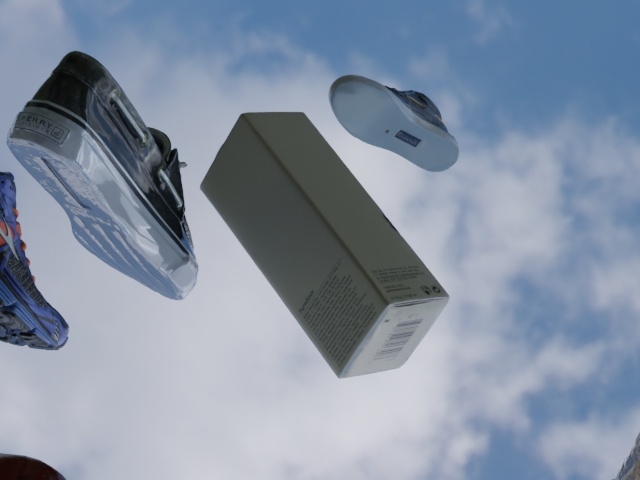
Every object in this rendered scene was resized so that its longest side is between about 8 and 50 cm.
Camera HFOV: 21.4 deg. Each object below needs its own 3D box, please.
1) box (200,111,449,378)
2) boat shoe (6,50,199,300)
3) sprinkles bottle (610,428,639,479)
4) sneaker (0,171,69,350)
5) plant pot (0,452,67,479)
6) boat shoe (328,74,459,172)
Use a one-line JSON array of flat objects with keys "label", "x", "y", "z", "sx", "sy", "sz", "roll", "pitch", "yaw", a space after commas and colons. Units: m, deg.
[{"label": "box", "x": 0.000, "y": 0.000, "z": 1.686, "sx": 0.275, "sy": 0.094, "sz": 0.113, "roll": 54, "pitch": -51, "yaw": 28}, {"label": "boat shoe", "x": -0.175, "y": -0.053, "z": 1.587, "sx": 0.121, "sy": 0.335, "sz": 0.119, "roll": 22, "pitch": -110, "yaw": 23}, {"label": "sprinkles bottle", "x": 0.319, "y": 0.149, "z": 1.338, "sx": 0.121, "sy": 0.355, "sz": 0.121, "roll": 10, "pitch": -139, "yaw": -9}, {"label": "sneaker", "x": -0.246, "y": -0.010, "z": 1.234, "sx": 0.087, "sy": 0.221, "sz": 0.083, "roll": -44, "pitch": -155, "yaw": -29}, {"label": "plant pot", "x": -0.200, "y": 0.229, "z": 0.719, "sx": 0.267, "sy": 0.267, "sz": 0.235, "roll": 3, "pitch": -134, "yaw": 28}, {"label": "boat shoe", "x": 0.073, "y": -0.143, "z": 1.880, "sx": 0.065, "sy": 0.183, "sz": 0.083, "roll": -45, "pitch": -144, "yaw": 20}]
